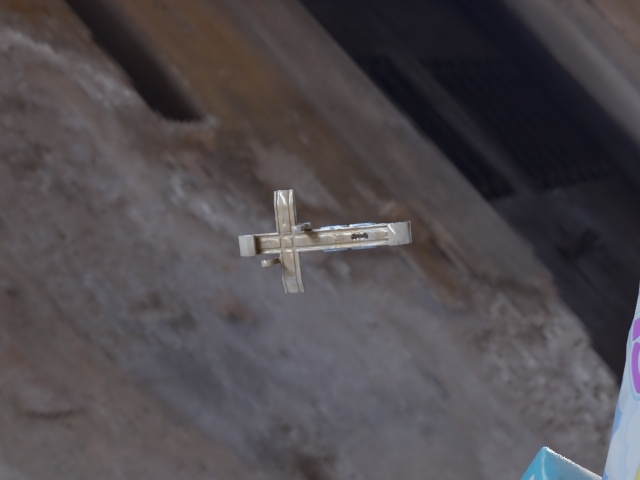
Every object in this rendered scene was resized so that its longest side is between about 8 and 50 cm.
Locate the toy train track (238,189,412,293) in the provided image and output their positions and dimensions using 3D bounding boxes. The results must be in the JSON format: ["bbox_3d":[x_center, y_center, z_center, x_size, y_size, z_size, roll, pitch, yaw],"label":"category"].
[{"bbox_3d":[0.000,0.000,0.738,0.083,0.048,0.014,-5,5,22],"label":"toy train track"}]

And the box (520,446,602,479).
[{"bbox_3d":[0.203,0.202,0.814,0.060,0.244,0.100,-61,4,20],"label":"box"}]

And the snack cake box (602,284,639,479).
[{"bbox_3d":[0.166,0.034,0.553,0.152,0.089,0.264,124,161,-75],"label":"snack cake box"}]
